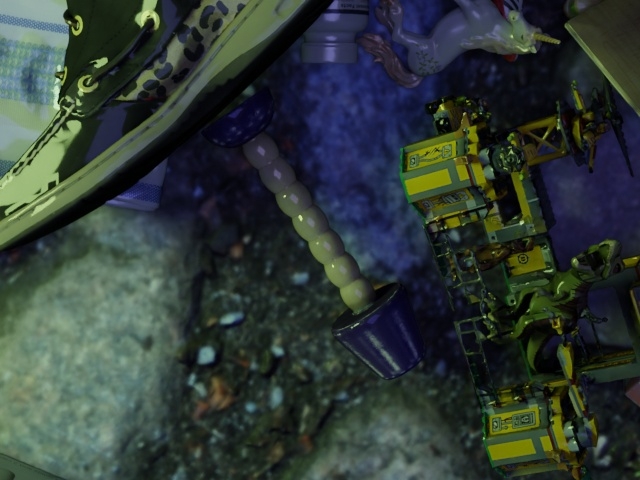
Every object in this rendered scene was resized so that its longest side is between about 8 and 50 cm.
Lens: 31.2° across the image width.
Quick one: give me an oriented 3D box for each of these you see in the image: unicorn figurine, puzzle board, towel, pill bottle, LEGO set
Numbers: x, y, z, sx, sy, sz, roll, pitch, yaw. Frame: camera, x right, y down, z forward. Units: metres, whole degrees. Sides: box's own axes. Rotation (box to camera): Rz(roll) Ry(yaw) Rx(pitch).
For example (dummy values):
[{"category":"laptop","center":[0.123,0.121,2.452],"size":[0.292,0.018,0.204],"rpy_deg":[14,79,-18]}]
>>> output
[{"category":"unicorn figurine","center":[0.118,-0.185,0.980],"size":[0.162,0.060,0.111],"rpy_deg":[-29,100,38]},{"category":"puzzle board","center":[0.276,-0.151,0.961],"size":[0.096,0.011,0.128],"rpy_deg":[-30,77,-27]},{"category":"towel","center":[-0.222,-0.172,0.983],"size":[0.209,0.034,0.285],"rpy_deg":[9,98,-5]},{"category":"pill bottle","center":[0.008,-0.211,0.972],"size":[0.067,0.067,0.120],"rpy_deg":[0,99,-3]},{"category":"LEGO set","center":[0.218,0.016,0.924],"size":[0.192,0.255,0.331],"rpy_deg":[-16,88,26]}]

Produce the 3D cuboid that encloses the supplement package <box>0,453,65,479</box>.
[{"category":"supplement package","center":[-0.249,0.331,1.005],"size":[0.262,0.145,0.204],"rpy_deg":[24,97,-7]}]

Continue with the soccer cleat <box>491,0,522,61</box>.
[{"category":"soccer cleat","center":[0.165,-0.199,1.004],"size":[0.035,0.029,0.083],"rpy_deg":[-25,107,-24]}]

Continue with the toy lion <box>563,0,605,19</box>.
[{"category":"toy lion","center":[0.270,-0.218,1.008],"size":[0.100,0.034,0.096],"rpy_deg":[41,87,-9]}]

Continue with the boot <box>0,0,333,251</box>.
[{"category":"boot","center":[-0.188,-0.200,0.900],"size":[0.377,0.138,0.284],"rpy_deg":[-40,94,11]}]

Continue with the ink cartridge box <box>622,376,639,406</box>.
[{"category":"ink cartridge box","center":[0.388,0.120,1.029],"size":[0.145,0.045,0.179],"rpy_deg":[38,120,-9]}]

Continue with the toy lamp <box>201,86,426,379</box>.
[{"category":"toy lamp","center":[0.000,0.000,1.003],"size":[0.080,0.080,0.275],"rpy_deg":[-34,97,2]}]
